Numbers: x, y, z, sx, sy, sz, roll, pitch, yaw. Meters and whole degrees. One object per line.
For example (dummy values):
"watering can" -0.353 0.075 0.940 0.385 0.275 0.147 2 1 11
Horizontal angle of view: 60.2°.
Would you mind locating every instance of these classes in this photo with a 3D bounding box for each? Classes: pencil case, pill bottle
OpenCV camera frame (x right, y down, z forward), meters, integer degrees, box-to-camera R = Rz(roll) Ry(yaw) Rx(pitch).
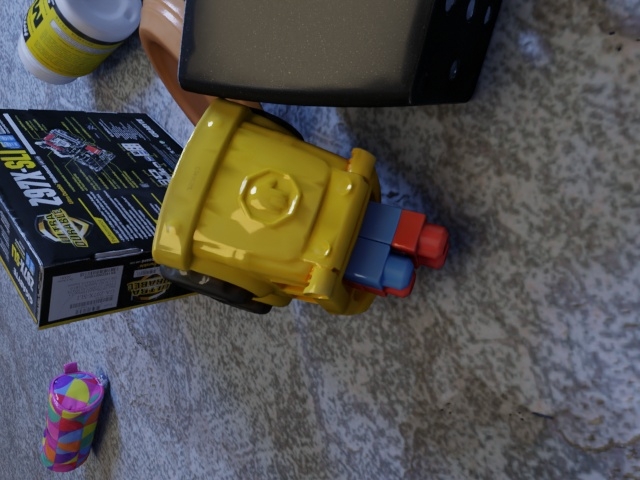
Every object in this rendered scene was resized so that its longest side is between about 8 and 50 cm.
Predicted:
"pencil case" -0.477 0.345 1.058 0.104 0.104 0.236 47 128 29
"pill bottle" -0.357 -0.309 0.801 0.208 0.119 0.119 -13 88 46

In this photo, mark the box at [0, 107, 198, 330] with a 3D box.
"box" -0.251 -0.053 0.644 0.322 0.257 0.079 41 125 32

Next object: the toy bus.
"toy bus" 0.000 0.000 0.473 0.211 0.220 0.150 15 78 13

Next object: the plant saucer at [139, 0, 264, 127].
"plant saucer" -0.121 -0.155 0.565 0.200 0.037 0.200 47 166 15

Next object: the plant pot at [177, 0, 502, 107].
"plant pot" 0.033 -0.181 0.398 0.167 0.188 0.188 24 114 25
